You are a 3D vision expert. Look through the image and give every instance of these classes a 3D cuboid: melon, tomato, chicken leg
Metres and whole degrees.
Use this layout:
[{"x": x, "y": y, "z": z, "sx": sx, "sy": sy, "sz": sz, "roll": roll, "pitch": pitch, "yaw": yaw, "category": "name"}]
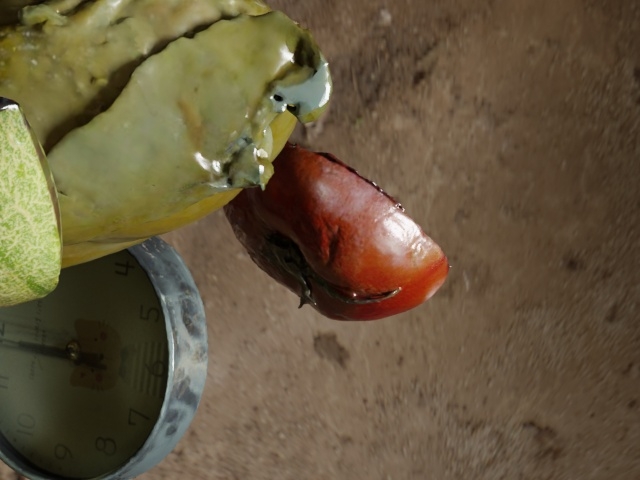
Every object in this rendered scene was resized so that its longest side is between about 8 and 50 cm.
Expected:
[{"x": -0.172, "y": -0.012, "z": 0.650, "sx": 0.079, "sy": 0.160, "sz": 0.128, "roll": -40, "pitch": 117, "yaw": -27, "category": "melon"}, {"x": -0.002, "y": 0.003, "z": 1.404, "sx": 0.228, "sy": 0.228, "sz": 0.101, "roll": 36, "pitch": 74, "yaw": 11, "category": "tomato"}, {"x": -0.204, "y": -0.021, "z": 0.797, "sx": 0.429, "sy": 0.153, "sz": 0.201, "roll": -30, "pitch": 69, "yaw": -9, "category": "chicken leg"}]

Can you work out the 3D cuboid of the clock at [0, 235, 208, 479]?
[{"x": -0.194, "y": 0.085, "z": 1.217, "sx": 0.226, "sy": 0.049, "sz": 0.226, "roll": 0, "pitch": 91, "yaw": 27, "category": "clock"}]
